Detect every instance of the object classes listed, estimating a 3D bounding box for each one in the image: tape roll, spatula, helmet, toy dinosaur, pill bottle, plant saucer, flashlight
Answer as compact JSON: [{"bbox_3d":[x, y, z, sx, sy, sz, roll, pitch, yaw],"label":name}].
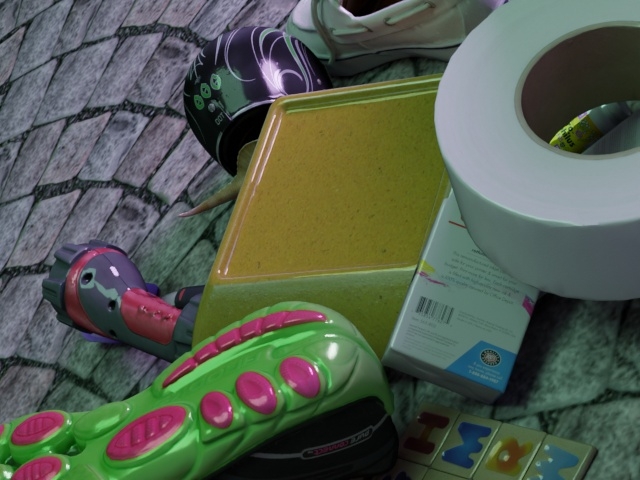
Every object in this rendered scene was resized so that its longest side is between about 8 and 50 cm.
[{"bbox_3d":[0.238,-0.092,1.566,0.286,0.100,0.286,-10,49,12],"label":"tape roll"},{"bbox_3d":[-0.162,0.070,2.114,0.296,0.030,0.084,-9,50,48],"label":"spatula"},{"bbox_3d":[-0.067,-0.154,2.109,0.169,0.169,0.161,-39,43,19],"label":"helmet"},{"bbox_3d":[-0.058,-0.065,2.057,0.183,0.092,0.053,-35,29,18],"label":"toy dinosaur"},{"bbox_3d":[0.239,-0.101,1.750,0.083,0.043,0.043,-37,32,22],"label":"pill bottle"},{"bbox_3d":[0.039,-0.037,1.830,0.332,0.081,0.333,-5,51,31],"label":"plant saucer"},{"bbox_3d":[-0.175,0.071,2.021,0.304,0.103,0.103,14,76,51],"label":"flashlight"}]

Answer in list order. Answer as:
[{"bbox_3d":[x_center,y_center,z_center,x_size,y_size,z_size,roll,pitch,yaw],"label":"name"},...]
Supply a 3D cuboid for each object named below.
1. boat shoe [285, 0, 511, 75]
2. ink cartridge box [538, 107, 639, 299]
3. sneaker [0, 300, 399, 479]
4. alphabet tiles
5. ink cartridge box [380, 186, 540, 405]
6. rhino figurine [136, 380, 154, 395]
[{"bbox_3d":[0.049,-0.266,2.075,0.367,0.156,0.136,11,65,56],"label":"boat shoe"},{"bbox_3d":[0.250,-0.025,1.673,0.179,0.045,0.145,-44,27,46],"label":"ink cartridge box"},{"bbox_3d":[-0.145,0.230,1.705,0.482,0.202,0.185,-23,35,21],"label":"sneaker"},{"bbox_3d":[0.084,0.270,1.581,0.342,0.011,0.285,8,64,56],"label":"alphabet tiles"},{"bbox_3d":[0.133,0.036,1.652,0.061,0.104,0.181,109,-177,-73],"label":"ink cartridge box"},{"bbox_3d":[-0.204,0.215,1.969,0.243,0.073,0.106,-30,39,33],"label":"rhino figurine"}]
